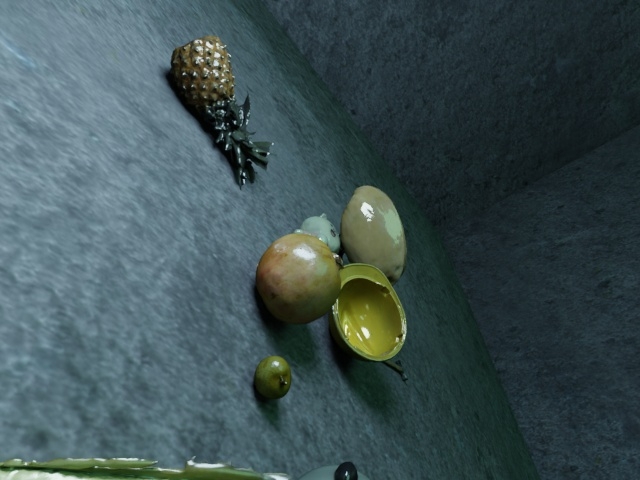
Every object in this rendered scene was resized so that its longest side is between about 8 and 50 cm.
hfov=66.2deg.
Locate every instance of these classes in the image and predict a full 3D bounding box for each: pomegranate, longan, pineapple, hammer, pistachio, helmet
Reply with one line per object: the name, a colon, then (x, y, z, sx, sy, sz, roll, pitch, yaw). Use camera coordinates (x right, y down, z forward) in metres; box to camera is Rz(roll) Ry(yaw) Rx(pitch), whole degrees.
pomegranate: (-0.044, 0.079, 1.039, 0.191, 0.191, 0.191, 48, 23, -28)
longan: (-0.080, 0.243, 0.871, 0.075, 0.083, 0.075, 4, 82, -34)
pineapple: (-0.234, -0.314, 1.229, 0.365, 0.165, 0.165, 63, 18, -16)
hammer: (0.208, 0.366, 1.476, 0.182, 0.017, 0.062, 40, 27, -41)
pistachio: (0.148, -0.010, 1.379, 0.162, 0.181, 0.293, 6, 67, -68)
helmet: (0.097, 0.203, 1.259, 0.205, 0.140, 0.257, 0, 60, -26)

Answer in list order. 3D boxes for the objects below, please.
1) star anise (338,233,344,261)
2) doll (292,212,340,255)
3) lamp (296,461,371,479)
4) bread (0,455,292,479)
star anise: (0.052, 0.040, 1.480, 0.124, 0.056, 0.129, 144, -45, -77)
doll: (-0.010, 0.008, 1.344, 0.155, 0.113, 0.275, 51, 14, -15)
lamp: (0.014, 0.443, 0.679, 0.198, 0.197, 0.244, 46, 39, -31)
bread: (-0.223, 0.273, 0.305, 0.405, 0.242, 0.346, 50, 19, -33)
